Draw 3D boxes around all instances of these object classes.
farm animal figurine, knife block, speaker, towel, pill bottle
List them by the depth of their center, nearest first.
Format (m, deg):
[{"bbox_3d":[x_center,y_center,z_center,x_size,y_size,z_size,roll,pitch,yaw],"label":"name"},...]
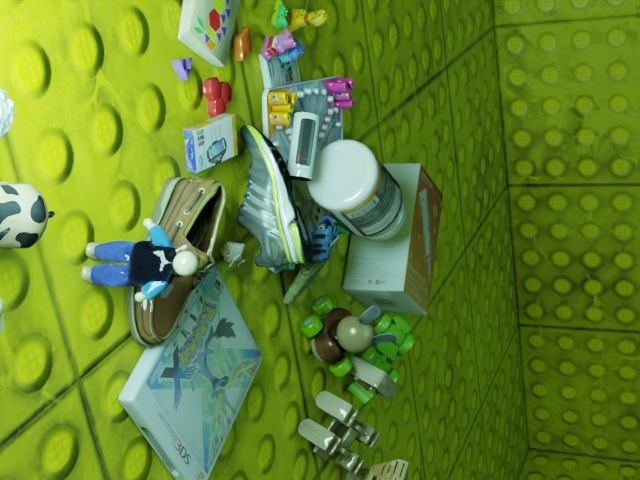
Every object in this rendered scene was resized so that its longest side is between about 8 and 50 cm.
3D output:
[{"bbox_3d":[-0.429,0.000,1.040,0.327,0.172,0.330,-39,126,-59],"label":"farm animal figurine"},{"bbox_3d":[-0.035,-0.190,1.857,0.055,0.055,0.136,20,76,-64],"label":"speaker"},{"bbox_3d":[-0.028,0.076,2.012,0.110,0.027,0.148,-57,173,36],"label":"towel"},{"bbox_3d":[0.090,-0.101,2.023,0.278,0.162,0.162,40,56,-62],"label":"pill bottle"},{"bbox_3d":[0.178,0.676,2.308,0.242,0.275,0.088,43,46,-20],"label":"knife block"}]

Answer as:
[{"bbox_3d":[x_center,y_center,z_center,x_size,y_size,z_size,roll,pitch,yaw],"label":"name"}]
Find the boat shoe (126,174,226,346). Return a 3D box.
[{"bbox_3d":[-0.238,0.029,1.529,0.111,0.104,0.307,42,54,-59],"label":"boat shoe"}]

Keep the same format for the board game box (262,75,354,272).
[{"bbox_3d":[-0.012,-0.160,2.042,0.390,0.050,0.390,-29,121,-61],"label":"board game box"}]

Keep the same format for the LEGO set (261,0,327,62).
[{"bbox_3d":[-0.044,-0.460,1.907,0.087,0.093,0.227,46,46,-49],"label":"LEGO set"}]

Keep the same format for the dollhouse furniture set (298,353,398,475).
[{"bbox_3d":[0.046,0.400,2.174,0.242,0.161,0.212,-56,145,-13],"label":"dollhouse furniture set"}]

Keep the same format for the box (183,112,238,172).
[{"bbox_3d":[-0.204,-0.177,1.656,0.136,0.028,0.081,-30,127,-48],"label":"box"}]

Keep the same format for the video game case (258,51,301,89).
[{"bbox_3d":[-0.081,-0.338,1.952,0.143,0.019,0.157,-45,130,-56],"label":"video game case"}]

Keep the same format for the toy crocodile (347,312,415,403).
[{"bbox_3d":[0.158,0.303,2.408,0.115,0.105,0.340,41,43,-6],"label":"toy crocodile"}]

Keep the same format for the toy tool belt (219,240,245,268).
[{"bbox_3d":[-0.170,0.028,1.748,0.083,0.052,0.051,-153,-108,-87],"label":"toy tool belt"}]

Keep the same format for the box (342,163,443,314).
[{"bbox_3d":[0.195,-0.002,2.382,0.215,0.168,0.345,40,55,-59],"label":"box"}]

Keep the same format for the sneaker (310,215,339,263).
[{"bbox_3d":[0.000,0.000,1.978,0.144,0.053,0.059,-64,151,-55],"label":"sneaker"}]

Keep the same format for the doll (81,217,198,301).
[{"bbox_3d":[-0.268,0.030,1.366,0.046,0.189,0.129,33,62,-61],"label":"doll"}]

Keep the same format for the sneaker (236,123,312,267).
[{"bbox_3d":[-0.115,-0.084,1.782,0.111,0.121,0.300,28,44,-79],"label":"sneaker"}]

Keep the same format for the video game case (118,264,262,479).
[{"bbox_3d":[-0.222,0.246,1.657,0.300,0.036,0.329,68,33,-40],"label":"video game case"}]

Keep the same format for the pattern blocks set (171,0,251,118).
[{"bbox_3d":[-0.204,-0.419,1.673,0.285,0.026,0.325,53,45,-53],"label":"pattern blocks set"}]

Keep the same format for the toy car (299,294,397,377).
[{"bbox_3d":[0.079,0.203,2.071,0.155,0.188,0.149,55,39,-20],"label":"toy car"}]
